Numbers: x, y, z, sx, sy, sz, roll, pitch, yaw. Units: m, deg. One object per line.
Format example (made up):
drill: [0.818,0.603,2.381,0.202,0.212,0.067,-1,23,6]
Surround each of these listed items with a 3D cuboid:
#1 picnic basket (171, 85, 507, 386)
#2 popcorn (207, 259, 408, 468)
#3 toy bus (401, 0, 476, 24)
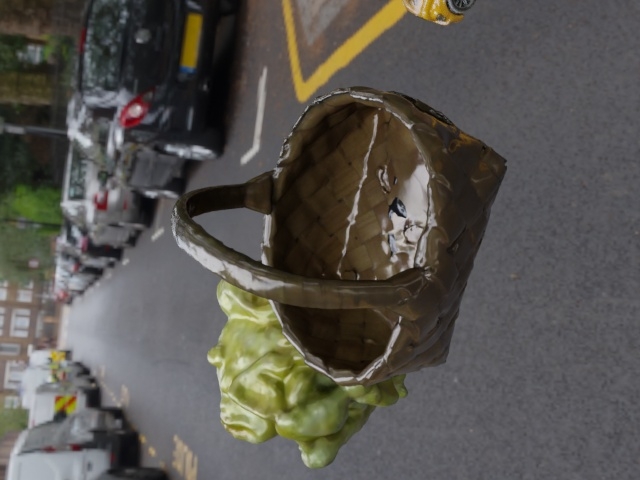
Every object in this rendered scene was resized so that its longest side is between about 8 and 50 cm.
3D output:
picnic basket: [0.000,0.000,0.888,0.293,0.337,0.337,34,119,43]
popcorn: [-0.011,0.168,1.196,0.312,0.312,0.312,-174,90,-72]
toy bus: [0.074,-0.243,0.618,0.069,0.074,0.162,47,148,49]
